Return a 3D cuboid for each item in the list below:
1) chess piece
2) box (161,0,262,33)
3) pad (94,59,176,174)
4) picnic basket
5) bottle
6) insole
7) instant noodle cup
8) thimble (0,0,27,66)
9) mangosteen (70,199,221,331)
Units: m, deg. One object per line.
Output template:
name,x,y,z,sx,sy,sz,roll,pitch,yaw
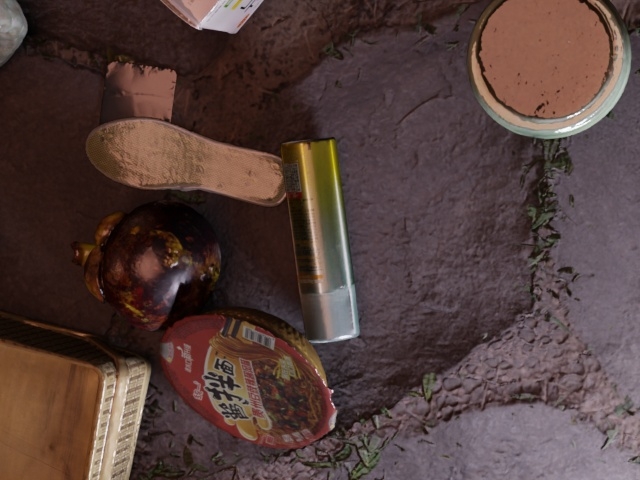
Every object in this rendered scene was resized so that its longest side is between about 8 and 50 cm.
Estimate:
chess piece,0.295,-0.228,1.741,0.195,0.299,0.194,1,96,13
box,-0.090,-0.451,1.878,0.145,0.173,0.333,43,103,5
pad,-0.274,-0.182,2.031,0.112,0.003,0.157,10,97,12
picnic basket,-0.418,0.245,2.017,0.313,0.175,0.228,13,97,17
bottle,0.000,0.000,1.941,0.082,0.082,0.286,-6,93,14
insole,-0.196,-0.114,2.014,0.322,0.007,0.109,14,98,11
instant noodle cup,-0.090,0.172,1.942,0.274,0.090,0.274,17,139,15
thimble,-0.576,-0.313,1.946,0.291,0.291,0.195,-36,85,13
mangosteen,-0.252,0.028,1.948,0.217,0.192,0.192,18,98,16
